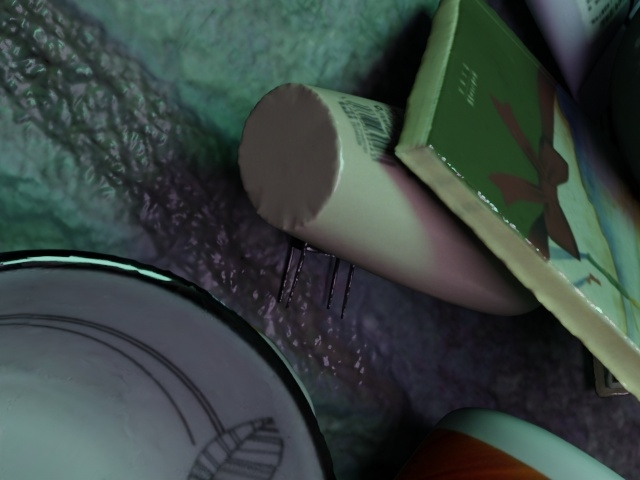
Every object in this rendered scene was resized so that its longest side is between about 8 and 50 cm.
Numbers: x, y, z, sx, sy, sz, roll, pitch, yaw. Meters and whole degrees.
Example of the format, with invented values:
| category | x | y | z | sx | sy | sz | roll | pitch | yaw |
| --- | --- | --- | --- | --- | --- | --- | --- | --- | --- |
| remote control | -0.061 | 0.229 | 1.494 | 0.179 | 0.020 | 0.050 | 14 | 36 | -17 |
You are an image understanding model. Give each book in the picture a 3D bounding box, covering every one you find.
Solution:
| category | x | y | z | sx | sy | sz | roll | pitch | yaw |
| --- | --- | --- | --- | --- | --- | --- | --- | --- | --- |
| book | 0.158 | -0.003 | 0.747 | 0.289 | 0.026 | 0.201 | 43 | 31 | -17 |

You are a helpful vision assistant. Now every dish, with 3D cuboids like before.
| category | x | y | z | sx | sy | sz | roll | pitch | yaw |
| --- | --- | --- | --- | --- | --- | --- | --- | --- | --- |
| dish | -0.144 | 0.152 | 0.587 | 0.316 | 0.106 | 0.316 | -8 | 104 | -34 |

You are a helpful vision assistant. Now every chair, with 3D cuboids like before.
| category | x | y | z | sx | sy | sz | roll | pitch | yaw |
| --- | --- | --- | --- | --- | --- | --- | --- | --- | --- |
| chair | 0.002 | -0.001 | 0.759 | 0.042 | 0.037 | 0.086 | 6 | 96 | -17 |

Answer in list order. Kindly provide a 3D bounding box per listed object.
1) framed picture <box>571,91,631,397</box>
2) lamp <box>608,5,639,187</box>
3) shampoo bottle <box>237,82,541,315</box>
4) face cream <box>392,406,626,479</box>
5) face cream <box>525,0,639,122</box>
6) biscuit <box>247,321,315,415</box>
| category | x | y | z | sx | sy | sz | roll | pitch | yaw |
| --- | --- | --- | --- | --- | --- | --- | --- | --- | --- |
| framed picture | 0.307 | -0.013 | 0.874 | 0.273 | 0.016 | 0.216 | -7 | 96 | -4 |
| lamp | 0.282 | -0.023 | 0.749 | 0.182 | 0.182 | 0.313 | -14 | 76 | -27 |
| shampoo bottle | 0.066 | -0.018 | 0.741 | 0.257 | 0.127 | 0.078 | 15 | 128 | -46 |
| face cream | 0.100 | 0.221 | 0.739 | 0.201 | 0.201 | 0.187 | 46 | 73 | -24 |
| face cream | 0.145 | -0.219 | 0.797 | 0.154 | 0.096 | 0.274 | -54 | 125 | -31 |
| biscuit | -0.080 | 0.134 | 0.721 | 0.181 | 0.049 | 0.208 | -4 | 95 | -27 |
